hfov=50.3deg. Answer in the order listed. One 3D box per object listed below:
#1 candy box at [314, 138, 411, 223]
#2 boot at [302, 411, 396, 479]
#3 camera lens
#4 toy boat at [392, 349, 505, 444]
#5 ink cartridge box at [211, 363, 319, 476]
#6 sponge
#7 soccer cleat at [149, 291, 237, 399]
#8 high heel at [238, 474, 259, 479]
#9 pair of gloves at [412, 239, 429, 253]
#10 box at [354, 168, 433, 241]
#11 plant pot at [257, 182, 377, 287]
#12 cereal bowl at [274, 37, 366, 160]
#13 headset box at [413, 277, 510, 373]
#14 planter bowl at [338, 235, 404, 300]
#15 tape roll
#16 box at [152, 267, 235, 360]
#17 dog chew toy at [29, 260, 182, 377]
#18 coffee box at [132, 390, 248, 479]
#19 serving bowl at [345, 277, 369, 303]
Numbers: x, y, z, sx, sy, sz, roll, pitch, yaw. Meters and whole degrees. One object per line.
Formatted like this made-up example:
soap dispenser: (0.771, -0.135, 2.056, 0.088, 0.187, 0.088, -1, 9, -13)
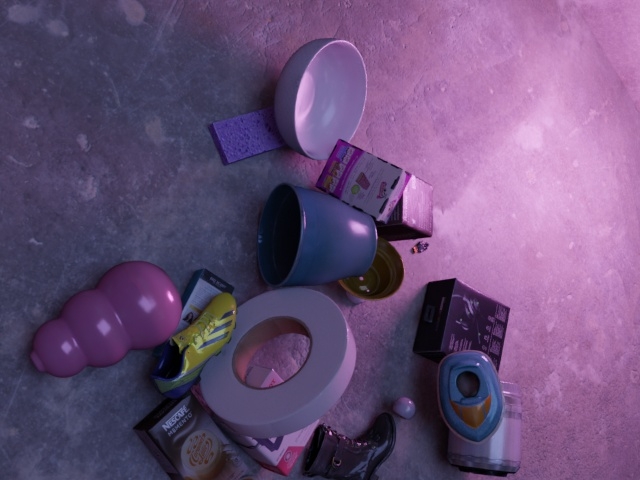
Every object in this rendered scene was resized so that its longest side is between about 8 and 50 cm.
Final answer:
candy box: (0.119, -0.168, 1.930, 0.071, 0.233, 0.159, 16, 103, -59)
boot: (0.082, 0.563, 1.888, 0.229, 0.091, 0.263, 36, 65, -25)
camera lens: (0.506, 0.577, 2.102, 0.219, 0.219, 0.275, 16, 72, -32)
toy boat: (0.370, 0.465, 1.973, 0.148, 0.318, 0.268, 50, 26, -69)
ink cartridge box: (-0.134, 0.451, 1.721, 0.237, 0.100, 0.172, 54, 56, -32)
sponge: (-0.198, -0.292, 1.893, 0.210, 0.031, 0.117, -24, 95, -36)
soccer cleat: (-0.292, 0.233, 1.599, 0.289, 0.093, 0.121, -59, 139, -25)
high heel: (-0.226, 0.694, 1.674, 0.244, 0.082, 0.117, -48, 141, -46)
pair of gloves: (0.319, -0.002, 2.211, 0.074, 0.010, 0.083, -22, 94, -36)
box: (0.217, -0.099, 2.028, 0.203, 0.166, 0.169, 18, 71, -54)
plant pot: (0.000, 0.000, 1.813, 0.255, 0.271, 0.272, 7, 77, -28)
cereal bowl: (-0.018, -0.406, 1.934, 0.339, 0.141, 0.339, -33, 132, -44)
headset box: (0.446, 0.280, 2.171, 0.283, 0.131, 0.247, 27, 67, -28)
planter bowl: (0.128, 0.094, 1.982, 0.217, 0.090, 0.217, 6, 59, -11)
tape roll: (-0.107, 0.283, 1.638, 0.392, 0.391, 0.072, -57, 139, -28)
box: (-0.314, 0.199, 1.699, 0.100, 0.060, 0.244, 36, 63, -25)
dog chew toy: (-0.477, 0.185, 1.513, 0.331, 0.206, 0.207, -31, 99, -27)
coffee box: (-0.307, 0.497, 1.623, 0.141, 0.098, 0.247, -42, 105, -33)
serving bowl: (0.115, 0.146, 2.029, 0.083, 0.027, 0.084, 7, 78, -34)
